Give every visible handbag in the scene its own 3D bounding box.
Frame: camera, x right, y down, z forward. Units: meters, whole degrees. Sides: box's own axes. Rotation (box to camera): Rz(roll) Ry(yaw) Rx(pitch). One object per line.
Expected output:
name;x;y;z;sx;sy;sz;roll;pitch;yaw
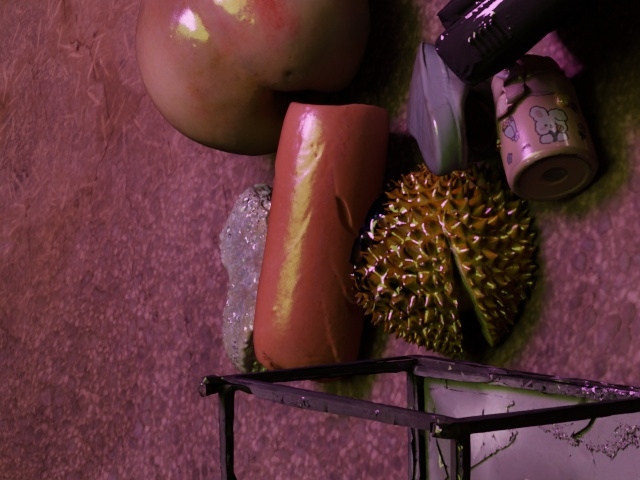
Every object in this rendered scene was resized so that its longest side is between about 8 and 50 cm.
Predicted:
handbag;0.244;-0.269;1.710;0.088;0.244;0.275;51;127;4

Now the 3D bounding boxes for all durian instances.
durian;0.100;0.000;1.851;0.237;0.138;0.193;42;110;51

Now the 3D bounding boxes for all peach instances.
peach;-0.083;-0.248;2.069;0.292;0.247;0.292;22;120;45

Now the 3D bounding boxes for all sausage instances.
sausage;0.000;0.001;1.969;0.121;0.121;0.304;12;94;52

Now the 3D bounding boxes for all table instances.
table;0.098;0.233;1.622;0.335;0.272;0.222;4;96;52

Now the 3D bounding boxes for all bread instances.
bread;-0.062;0.040;2.098;0.172;0.064;0.232;-17;66;49

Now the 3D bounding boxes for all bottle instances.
bottle;0.211;-0.122;1.791;0.099;0.099;0.152;-38;50;37

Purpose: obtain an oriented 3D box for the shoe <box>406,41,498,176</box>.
shoe;0.144;-0.133;1.865;0.251;0.100;0.103;-91;5;-68
